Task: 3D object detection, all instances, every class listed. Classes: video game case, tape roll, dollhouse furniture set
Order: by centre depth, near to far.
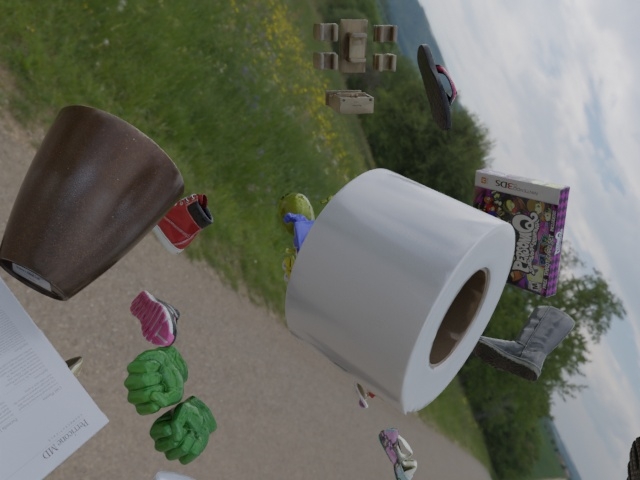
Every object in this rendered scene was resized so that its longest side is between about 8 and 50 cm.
[{"bbox_3d":[0.098,0.055,0.750,0.169,0.246,0.246,30,-10,29],"label":"tape roll"},{"bbox_3d":[0.412,-0.020,1.329,0.210,0.041,0.232,24,-61,49],"label":"video game case"},{"bbox_3d":[0.083,-0.487,1.745,0.161,0.212,0.242,-120,-151,-66],"label":"dollhouse furniture set"}]

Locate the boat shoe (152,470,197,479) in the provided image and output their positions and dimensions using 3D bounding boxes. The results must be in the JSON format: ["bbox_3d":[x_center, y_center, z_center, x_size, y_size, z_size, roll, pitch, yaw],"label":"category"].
[{"bbox_3d":[-0.165,0.484,1.010,0.301,0.102,0.108,40,-5,-21],"label":"boat shoe"}]

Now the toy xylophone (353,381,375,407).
[{"bbox_3d":[0.191,0.295,1.609,0.081,0.323,0.236,44,9,7],"label":"toy xylophone"}]

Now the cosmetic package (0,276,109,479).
[{"bbox_3d":[-0.505,0.246,0.806,0.284,0.097,0.377,53,33,-2],"label":"cosmetic package"}]

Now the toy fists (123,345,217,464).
[{"bbox_3d":[-0.343,0.378,1.434,0.142,0.096,0.279,-39,109,-48],"label":"toy fists"}]

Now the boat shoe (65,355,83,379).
[{"bbox_3d":[-0.717,0.396,1.768,0.190,0.068,0.072,-76,146,-72],"label":"boat shoe"}]

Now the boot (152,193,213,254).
[{"bbox_3d":[-0.403,-0.107,1.676,0.244,0.176,0.088,49,17,-2],"label":"boot"}]

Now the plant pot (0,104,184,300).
[{"bbox_3d":[-0.349,-0.037,0.906,0.230,0.215,0.215,-63,142,-27],"label":"plant pot"}]

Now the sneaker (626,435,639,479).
[{"bbox_3d":[0.500,0.373,0.873,0.116,0.136,0.314,-71,158,-44],"label":"sneaker"}]

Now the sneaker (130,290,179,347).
[{"bbox_3d":[-0.281,0.145,1.121,0.074,0.063,0.170,34,-3,-36],"label":"sneaker"}]

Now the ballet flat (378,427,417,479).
[{"bbox_3d":[0.243,0.656,1.881,0.077,0.079,0.222,-73,144,-68],"label":"ballet flat"}]

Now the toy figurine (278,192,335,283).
[{"bbox_3d":[0.000,0.000,1.451,0.217,0.191,0.363,92,-8,-66],"label":"toy figurine"}]

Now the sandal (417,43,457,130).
[{"bbox_3d":[0.203,-0.265,1.061,0.067,0.040,0.179,94,-11,-59],"label":"sandal"}]

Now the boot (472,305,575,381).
[{"bbox_3d":[0.484,0.224,1.503,0.208,0.189,0.076,-48,151,-32],"label":"boot"}]
